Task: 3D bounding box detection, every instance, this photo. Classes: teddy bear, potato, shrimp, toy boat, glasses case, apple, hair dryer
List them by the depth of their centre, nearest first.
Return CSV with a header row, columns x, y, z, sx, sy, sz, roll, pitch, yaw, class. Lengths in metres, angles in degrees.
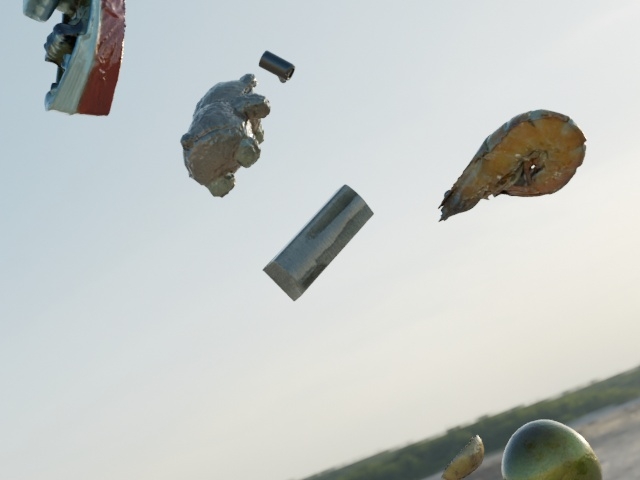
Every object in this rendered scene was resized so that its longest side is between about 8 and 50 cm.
x,y,z,sx,sy,sz,roll,pitch,yaw,class
-0.056,-0.232,1.670,0.026,0.047,0.083,-58,-11,-6,hair dryer
-0.362,-0.302,1.733,0.133,0.332,0.145,14,-42,-26,toy boat
0.000,0.000,1.839,0.205,0.071,0.047,-47,4,-38,glasses case
0.238,0.356,1.946,0.093,0.036,0.037,-44,-22,-18,potato
0.327,-0.112,2.068,0.317,0.164,0.062,-42,20,39,shrimp
0.440,0.444,2.312,0.157,0.196,0.196,-44,-4,-21,apple
-0.190,-0.209,2.367,0.236,0.151,0.267,-44,13,23,teddy bear
